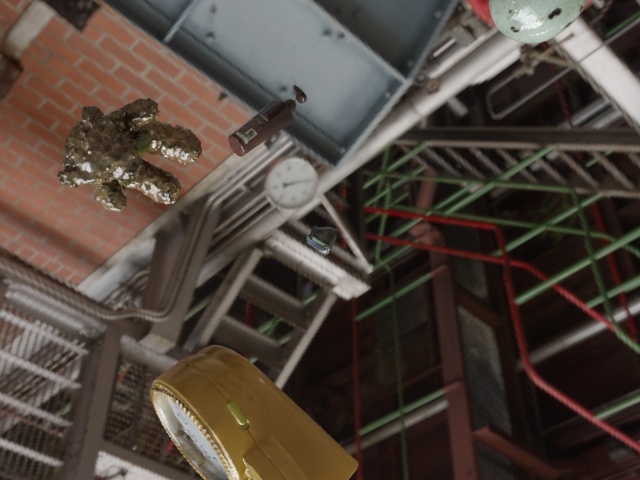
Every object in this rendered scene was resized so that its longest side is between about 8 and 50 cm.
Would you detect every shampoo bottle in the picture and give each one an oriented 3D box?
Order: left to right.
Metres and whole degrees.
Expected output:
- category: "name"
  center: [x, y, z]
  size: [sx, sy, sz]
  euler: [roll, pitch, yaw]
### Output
- category: "shampoo bottle"
  center: [-0.125, -0.294, 2.067]
  size: [0.236, 0.067, 0.068]
  euler: [-40, -70, -26]

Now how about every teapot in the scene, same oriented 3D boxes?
- category: "teapot"
  center: [0.000, 0.000, 1.886]
  size: [0.057, 0.066, 0.088]
  euler: [23, -159, 7]

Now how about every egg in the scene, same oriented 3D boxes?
- category: "egg"
  center: [0.328, -0.368, 1.249]
  size: [0.131, 0.164, 0.131]
  euler: [50, 179, 1]

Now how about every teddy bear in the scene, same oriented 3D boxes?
- category: "teddy bear"
  center: [-0.375, -0.168, 1.706]
  size: [0.296, 0.246, 0.222]
  euler: [20, -167, -29]

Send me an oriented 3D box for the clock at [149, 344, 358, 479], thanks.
- category: "clock"
  center: [-0.129, 0.316, 1.361]
  size: [0.200, 0.244, 0.317]
  euler: [-40, -89, -31]
